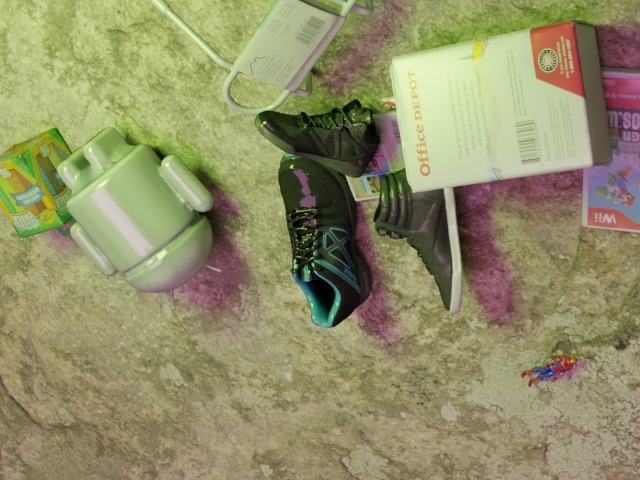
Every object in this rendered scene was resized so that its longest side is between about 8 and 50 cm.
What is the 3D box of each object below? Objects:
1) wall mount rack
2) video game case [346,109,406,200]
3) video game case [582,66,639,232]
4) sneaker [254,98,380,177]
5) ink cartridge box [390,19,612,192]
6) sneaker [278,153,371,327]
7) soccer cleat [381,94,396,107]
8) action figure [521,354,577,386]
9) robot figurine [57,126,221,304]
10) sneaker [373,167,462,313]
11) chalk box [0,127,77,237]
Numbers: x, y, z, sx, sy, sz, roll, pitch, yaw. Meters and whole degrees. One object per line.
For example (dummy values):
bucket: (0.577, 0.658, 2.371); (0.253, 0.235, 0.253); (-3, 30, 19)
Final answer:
wall mount rack: (-0.096, -0.376, 1.909); (0.304, 0.130, 0.350); (19, 133, -25)
video game case: (0.101, -0.150, 2.085); (0.143, 0.019, 0.157); (-8, 117, 30)
video game case: (0.526, -0.139, 1.882); (0.204, 0.025, 0.285); (7, 123, 22)
sneaker: (0.005, -0.198, 1.999); (0.228, 0.087, 0.130); (19, 125, -23)
ink cartridge box: (0.286, -0.208, 1.848); (0.306, 0.131, 0.226); (-6, 95, 31)
sneaker: (0.000, 0.000, 2.151); (0.125, 0.139, 0.340); (-7, 115, 32)
soccer cleat: (0.145, -0.246, 1.998); (0.083, 0.029, 0.035); (5, 113, 19)
action figure: (0.428, 0.240, 2.168); (0.115, 0.030, 0.038); (-30, 99, 34)
robot figurine: (-0.345, -0.045, 2.250); (0.300, 0.200, 0.353); (-31, 103, 28)
sneaker: (0.173, -0.003, 2.066); (0.147, 0.104, 0.295); (-8, 111, 6)
chalk box: (-0.558, -0.094, 2.365); (0.132, 0.132, 0.213); (-16, 111, 33)
